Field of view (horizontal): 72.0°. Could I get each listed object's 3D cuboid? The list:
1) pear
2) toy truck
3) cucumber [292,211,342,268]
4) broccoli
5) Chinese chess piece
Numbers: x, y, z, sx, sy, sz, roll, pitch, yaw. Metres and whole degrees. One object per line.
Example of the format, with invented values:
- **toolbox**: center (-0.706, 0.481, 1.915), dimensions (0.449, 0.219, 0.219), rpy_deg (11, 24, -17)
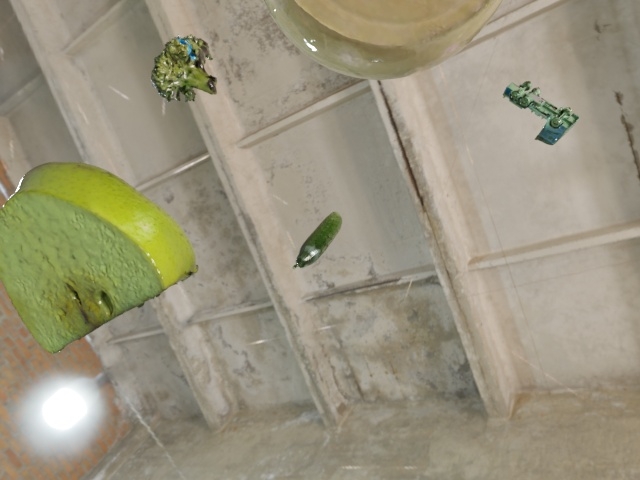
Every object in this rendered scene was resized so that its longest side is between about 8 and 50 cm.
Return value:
- **pear**: center (-0.350, 0.007, 0.677), dimensions (0.292, 0.159, 0.293), rpy_deg (4, -67, 10)
- **toy truck**: center (0.507, -0.301, 1.042), dimensions (0.175, 0.067, 0.081), rpy_deg (42, -28, 18)
- **cucumber**: center (0.000, 0.000, 1.092), dimensions (0.056, 0.250, 0.056), rpy_deg (18, -46, 20)
- **broccoli**: center (-0.317, -0.404, 1.060), dimensions (0.160, 0.167, 0.155), rpy_deg (24, -56, 9)
- **Chinese chess piece**: center (0.062, -0.300, 0.433), dimensions (0.273, 0.102, 0.274), rpy_deg (0, -86, -2)
